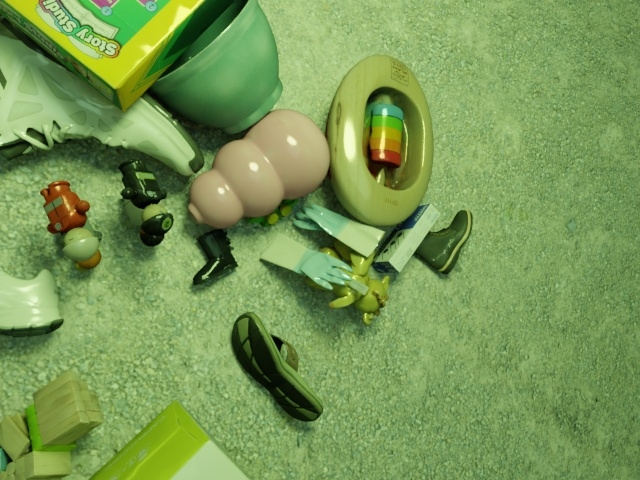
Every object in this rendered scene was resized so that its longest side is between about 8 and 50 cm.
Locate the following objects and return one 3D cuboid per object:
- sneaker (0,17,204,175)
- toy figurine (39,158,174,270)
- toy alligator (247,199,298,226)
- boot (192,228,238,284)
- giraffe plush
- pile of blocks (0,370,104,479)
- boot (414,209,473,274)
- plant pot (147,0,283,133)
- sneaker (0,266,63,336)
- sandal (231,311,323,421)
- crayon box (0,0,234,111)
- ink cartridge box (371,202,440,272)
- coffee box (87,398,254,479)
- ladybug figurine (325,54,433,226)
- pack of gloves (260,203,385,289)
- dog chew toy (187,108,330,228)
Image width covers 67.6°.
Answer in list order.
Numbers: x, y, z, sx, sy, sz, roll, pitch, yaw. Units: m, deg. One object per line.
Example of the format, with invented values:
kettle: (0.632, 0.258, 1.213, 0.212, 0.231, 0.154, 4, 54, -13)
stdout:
sneaker: (-0.471, -0.219, 0.947, 0.448, 0.169, 0.257, 38, 83, -15)
toy figurine: (-0.397, -0.037, 0.913, 0.213, 0.209, 0.148, -24, 85, -26)
toy alligator: (-0.092, -0.079, 1.154, 0.190, 0.056, 0.051, -34, 142, -25)
boot: (-0.248, 0.034, 1.070, 0.121, 0.045, 0.099, -28, 100, -32)
giraffe plush: (0.094, 0.107, 1.171, 0.181, 0.210, 0.170, -43, 132, 6)
pile of blocks: (-0.533, 0.414, 0.883, 0.362, 0.149, 0.112, -54, 151, -10)
boot: (0.339, -0.023, 1.344, 0.137, 0.077, 0.197, 29, 73, -15)
plant pot: (-0.202, -0.353, 1.014, 0.196, 0.293, 0.293, 48, 66, -37)
sneaker: (-0.631, 0.114, 0.862, 0.298, 0.111, 0.129, 2, 69, -29)
sandal: (-0.096, 0.285, 1.099, 0.302, 0.120, 0.086, 55, 39, -13)
crayon box: (-0.389, -0.465, 0.835, 0.363, 0.106, 0.313, 39, 76, -6)
ink cartridge box: (0.224, -0.005, 1.271, 0.046, 0.097, 0.207, 45, 70, -16)
coffee box: (-0.259, 0.549, 0.857, 0.338, 0.338, 0.334, -43, 103, -23)
ladybug figurine: (0.137, -0.249, 1.207, 0.305, 0.162, 0.448, 14, 77, -28)
pack of gloves: (0.000, 0.000, 1.110, 0.195, 0.232, 0.046, -53, 150, -26)
dog chew toy: (-0.142, -0.145, 1.059, 0.332, 0.207, 0.206, -37, 102, -15)
